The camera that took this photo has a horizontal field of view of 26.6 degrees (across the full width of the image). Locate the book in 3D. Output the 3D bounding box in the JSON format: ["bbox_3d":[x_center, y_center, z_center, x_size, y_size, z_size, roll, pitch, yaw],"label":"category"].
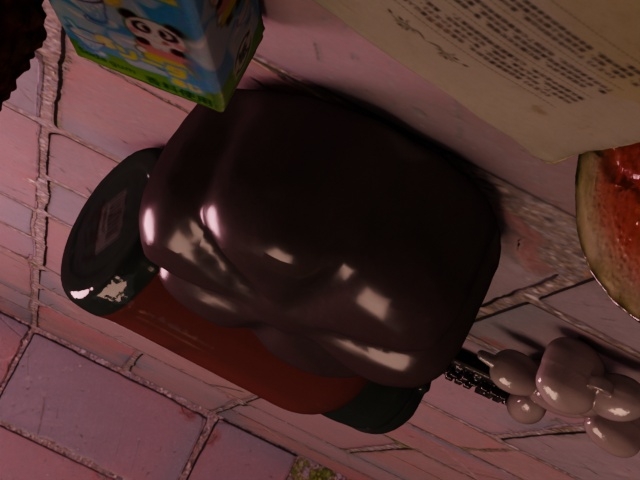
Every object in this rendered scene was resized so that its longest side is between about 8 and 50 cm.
[{"bbox_3d":[0.099,-0.104,0.542,0.201,0.026,0.289,31,165,-20],"label":"book"}]

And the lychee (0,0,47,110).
[{"bbox_3d":[-0.227,-0.137,0.702,0.188,0.188,0.188,24,166,6],"label":"lychee"}]

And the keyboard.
[{"bbox_3d":[0.092,0.105,1.310,0.230,0.025,0.093,24,168,3],"label":"keyboard"}]

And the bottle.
[{"bbox_3d":[-0.045,0.062,1.146,0.336,0.144,0.144,33,164,-30],"label":"bottle"}]

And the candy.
[{"bbox_3d":[-0.089,-0.140,0.665,0.097,0.062,0.194,23,165,11],"label":"candy"}]

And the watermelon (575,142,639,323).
[{"bbox_3d":[0.196,-0.018,0.646,0.135,0.125,0.094,-1,134,-7],"label":"watermelon"}]

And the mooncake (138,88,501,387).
[{"bbox_3d":[0.000,0.000,0.891,0.245,0.133,0.245,21,158,9],"label":"mooncake"}]

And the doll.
[{"bbox_3d":[0.209,0.125,1.115,0.161,0.059,0.160,17,165,33],"label":"doll"}]
